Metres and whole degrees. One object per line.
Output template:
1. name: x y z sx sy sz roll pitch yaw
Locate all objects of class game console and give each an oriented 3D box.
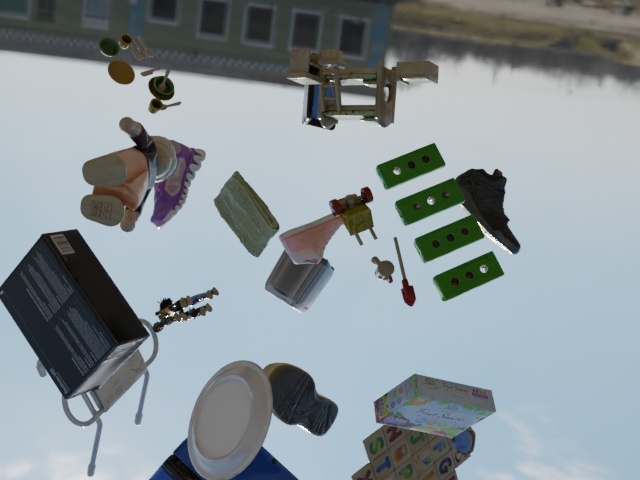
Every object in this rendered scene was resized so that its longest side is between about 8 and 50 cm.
1. game console: -0.230 0.585 2.330 0.293 0.250 0.173 42 -148 4
2. game console: 0.006 -0.274 1.882 0.071 0.122 0.107 4 176 -8

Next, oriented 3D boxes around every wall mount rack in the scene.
1. wall mount rack: -0.481 0.339 2.280 0.130 0.304 0.350 -13 -161 30

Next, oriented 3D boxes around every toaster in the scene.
1. toaster: -0.054 0.092 2.546 0.129 0.146 0.227 31 175 9

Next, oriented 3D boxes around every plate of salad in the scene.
1. plate of salad: -0.141 0.292 1.644 0.048 0.200 0.200 29 176 -39

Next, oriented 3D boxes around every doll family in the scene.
1. doll family: -0.318 0.159 2.344 0.111 0.076 0.193 -27 169 39

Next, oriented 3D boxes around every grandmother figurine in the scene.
1. grandmother figurine: -0.331 -0.117 1.812 0.104 0.208 0.342 17 -161 2

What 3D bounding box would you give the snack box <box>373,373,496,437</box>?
1. snack box: 0.161 0.234 1.429 0.141 0.100 0.037 15 -130 -29

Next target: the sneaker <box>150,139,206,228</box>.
1. sneaker: -0.347 -0.135 2.299 0.104 0.236 0.095 34 141 -23

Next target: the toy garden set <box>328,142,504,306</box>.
1. toy garden set: 0.145 -0.009 1.624 0.203 0.244 0.049 -22 167 -14

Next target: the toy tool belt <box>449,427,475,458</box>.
1. toy tool belt: 0.271 0.375 1.959 0.052 0.083 0.051 -1 -171 32

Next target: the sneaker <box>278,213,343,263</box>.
1. sneaker: 0.000 0.000 1.718 0.134 0.070 0.051 -21 170 -26

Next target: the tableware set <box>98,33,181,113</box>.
1. tableware set: -0.302 -0.281 1.702 0.104 0.154 0.024 -25 171 -39

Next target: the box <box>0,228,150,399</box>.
1. box: -0.470 0.137 1.920 0.261 0.184 0.103 53 -154 14

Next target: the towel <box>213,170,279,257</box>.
1. towel: -0.143 -0.048 1.929 0.027 0.110 0.148 -24 -110 -43

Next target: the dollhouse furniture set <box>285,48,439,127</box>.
1. dollhouse furniture set: 0.064 -0.231 1.560 0.181 0.101 0.161 3 178 30

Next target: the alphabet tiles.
1. alphabet tiles: 0.216 0.519 2.345 0.342 0.285 0.011 -30 -156 -32

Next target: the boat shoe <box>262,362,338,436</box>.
1. boat shoe: -0.062 0.316 2.086 0.098 0.109 0.302 27 169 33

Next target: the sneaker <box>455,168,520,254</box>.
1. sneaker: 0.410 -0.078 2.357 0.227 0.130 0.087 50 180 1
